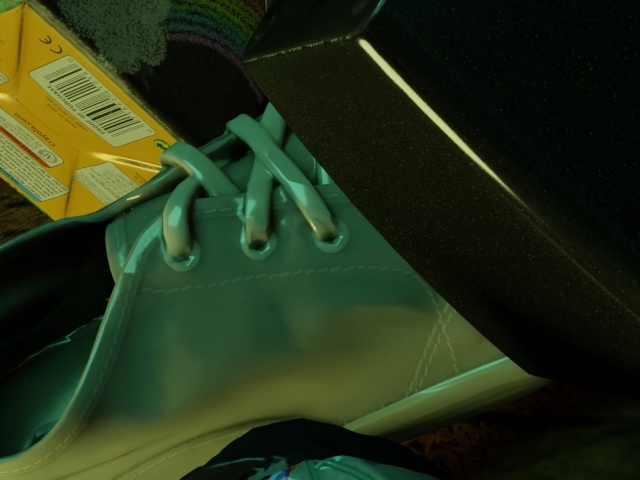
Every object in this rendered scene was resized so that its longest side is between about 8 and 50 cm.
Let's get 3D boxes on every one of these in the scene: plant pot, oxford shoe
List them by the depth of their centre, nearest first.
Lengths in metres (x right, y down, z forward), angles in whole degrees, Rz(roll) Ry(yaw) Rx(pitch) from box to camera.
[{"bbox_3d":[0.086,-0.068,0.570,0.188,0.167,0.187,-60,16,-8],"label":"plant pot"},{"bbox_3d":[0.000,0.000,0.736,0.449,0.130,0.169,-28,40,8],"label":"oxford shoe"}]

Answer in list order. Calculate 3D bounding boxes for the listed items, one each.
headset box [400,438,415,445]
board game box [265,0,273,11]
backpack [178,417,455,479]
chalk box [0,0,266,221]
[{"bbox_3d":[0.033,0.059,0.794,0.083,0.032,0.062,-35,33,25],"label":"headset box"},{"bbox_3d":[0.092,-0.173,0.896,0.305,0.053,0.193,-20,66,41],"label":"board game box"},{"bbox_3d":[0.031,0.150,0.584,0.115,0.152,0.182,-50,40,17],"label":"backpack"},{"bbox_3d":[-0.120,-0.183,1.140,0.179,0.180,0.289,-14,43,45],"label":"chalk box"}]
